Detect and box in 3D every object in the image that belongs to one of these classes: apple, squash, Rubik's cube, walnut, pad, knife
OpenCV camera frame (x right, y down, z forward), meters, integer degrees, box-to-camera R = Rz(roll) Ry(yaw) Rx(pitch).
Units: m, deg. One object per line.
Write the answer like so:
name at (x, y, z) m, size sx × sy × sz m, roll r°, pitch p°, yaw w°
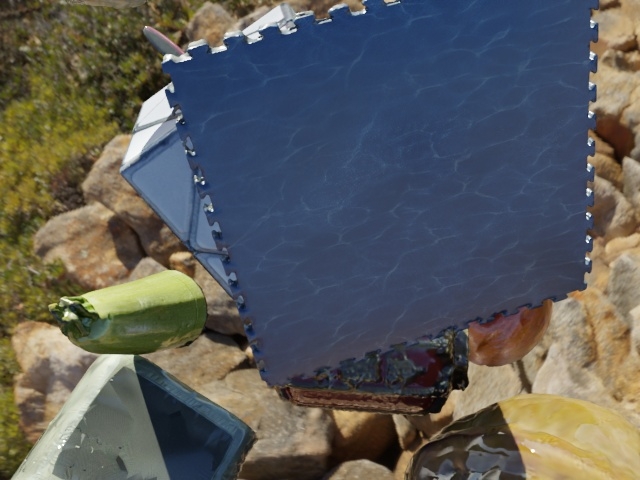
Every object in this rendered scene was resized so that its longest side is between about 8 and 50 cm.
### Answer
apple at (0.250, 0.059, 1.223) m, size 0.292 × 0.163 × 0.251 m, roll 9°, pitch 61°, yaw 19°
squash at (-0.207, 0.076, 0.753) m, size 0.094 × 0.224 × 0.094 m, roll -1°, pitch 86°, yaw 19°
Rubik's cube at (-0.055, -0.089, 0.742) m, size 0.207 × 0.205 × 0.205 m, roll -31°, pitch 27°, yaw 11°
walnut at (0.251, 0.326, 0.808) m, size 0.306 × 0.344 × 0.306 m, roll 10°, pitch 67°, yaw -25°
pad at (0.059, -0.031, 0.474) m, size 0.269 × 0.269 × 0.012 m, roll -17°, pitch 34°, yaw -3°
knife at (-0.187, -0.244, 1.105) m, size 0.247 × 0.018 × 0.035 m, roll 44°, pitch 77°, yaw 6°

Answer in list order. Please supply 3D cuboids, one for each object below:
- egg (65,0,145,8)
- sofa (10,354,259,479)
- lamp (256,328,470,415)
egg at (-0.166, -0.276, 0.528) m, size 0.203 × 0.245 × 0.204 m, roll 0°, pitch 90°, yaw -18°
sofa at (-0.222, 0.269, 0.855) m, size 0.225 × 0.176 × 0.210 m, roll 34°, pitch 56°, yaw -12°
lamp at (0.054, 0.137, 0.929) m, size 0.273 × 0.177 × 0.177 m, roll 4°, pitch 72°, yaw 6°
